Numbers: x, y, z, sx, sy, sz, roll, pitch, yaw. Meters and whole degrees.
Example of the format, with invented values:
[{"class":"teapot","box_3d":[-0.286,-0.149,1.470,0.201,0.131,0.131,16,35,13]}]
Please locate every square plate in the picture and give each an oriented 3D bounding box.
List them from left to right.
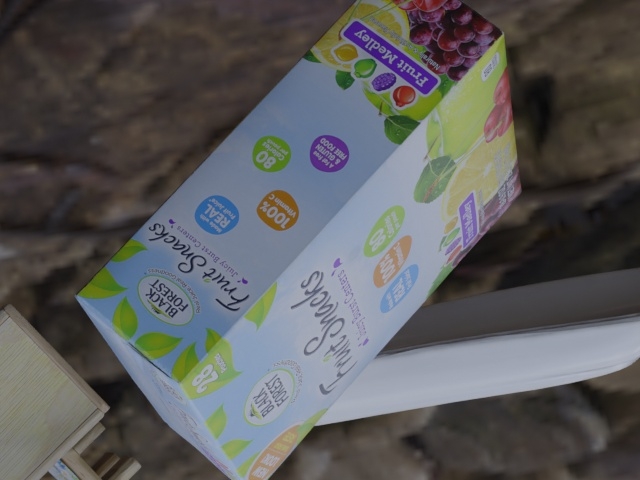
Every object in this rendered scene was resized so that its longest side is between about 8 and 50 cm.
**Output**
[{"class":"square plate","box_3d":[0.110,0.076,1.441,0.344,0.049,0.347,-12,-178,18]}]

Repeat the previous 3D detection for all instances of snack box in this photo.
[{"class":"snack box","box_3d":[0.000,0.000,0.894,0.207,0.070,0.174,-47,159,-10]}]

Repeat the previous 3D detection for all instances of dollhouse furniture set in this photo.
[{"class":"dollhouse furniture set","box_3d":[-0.256,0.139,1.378,0.161,0.212,0.242,-45,-173,-14]}]
